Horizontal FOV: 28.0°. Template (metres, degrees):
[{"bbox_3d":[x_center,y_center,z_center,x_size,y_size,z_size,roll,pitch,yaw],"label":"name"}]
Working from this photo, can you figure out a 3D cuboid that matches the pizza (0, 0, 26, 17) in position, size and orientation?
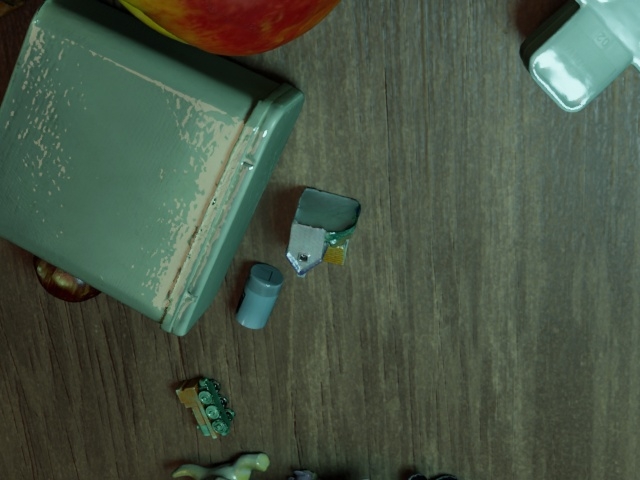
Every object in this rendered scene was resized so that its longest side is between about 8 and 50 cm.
[{"bbox_3d":[-0.534,-0.348,1.745,0.271,0.056,0.134,-1,120,16],"label":"pizza"}]

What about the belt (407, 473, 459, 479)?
[{"bbox_3d":[0.161,0.520,2.005,0.126,0.094,0.360,-4,123,-11],"label":"belt"}]

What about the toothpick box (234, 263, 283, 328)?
[{"bbox_3d":[-0.090,0.081,1.866,0.052,0.052,0.083,23,122,1],"label":"toothpick box"}]

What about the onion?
[{"bbox_3d":[-0.356,0.036,1.868,0.118,0.117,0.119,38,141,40],"label":"onion"}]

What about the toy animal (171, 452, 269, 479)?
[{"bbox_3d":[-0.123,0.449,2.042,0.168,0.121,0.233,-12,111,32],"label":"toy animal"}]

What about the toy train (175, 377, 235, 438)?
[{"bbox_3d":[-0.177,0.261,1.992,0.064,0.044,0.103,-13,112,24],"label":"toy train"}]

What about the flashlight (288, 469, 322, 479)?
[{"bbox_3d":[0.005,0.388,2.022,0.110,0.031,0.052,26,145,-5],"label":"flashlight"}]

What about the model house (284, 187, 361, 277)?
[{"bbox_3d":[0.000,0.000,1.770,0.087,0.101,0.100,15,122,4],"label":"model house"}]

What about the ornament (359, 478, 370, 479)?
[{"bbox_3d":[0.004,0.543,1.901,0.239,0.239,0.240,-14,140,-22],"label":"ornament"}]

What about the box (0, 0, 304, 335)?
[{"bbox_3d":[-0.251,-0.108,1.712,0.343,0.177,0.352,27,112,2],"label":"box"}]

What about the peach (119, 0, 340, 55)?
[{"bbox_3d":[-0.100,-0.398,1.435,0.388,0.388,0.388,6,119,11],"label":"peach"}]

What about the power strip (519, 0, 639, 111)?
[{"bbox_3d":[0.358,-0.279,1.531,0.261,0.141,0.229,-42,103,15],"label":"power strip"}]
